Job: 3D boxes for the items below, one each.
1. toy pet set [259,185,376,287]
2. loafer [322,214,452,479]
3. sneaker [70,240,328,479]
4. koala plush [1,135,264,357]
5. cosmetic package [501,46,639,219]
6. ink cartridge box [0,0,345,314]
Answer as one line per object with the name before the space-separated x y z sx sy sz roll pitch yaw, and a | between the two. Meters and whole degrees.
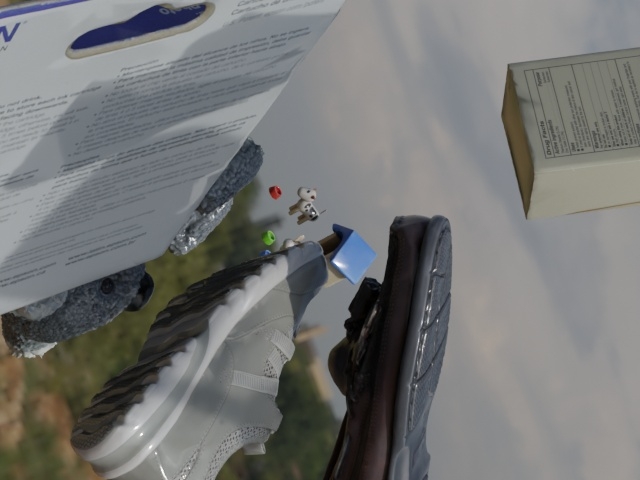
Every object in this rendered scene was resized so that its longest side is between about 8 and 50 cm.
toy pet set | 0.000 0.000 1.827 0.114 0.065 0.122 45 31 -30
loafer | 0.036 0.120 1.305 0.109 0.095 0.303 -49 147 -64
sneaker | -0.072 0.103 1.276 0.115 0.105 0.281 57 46 -15
koala plush | -0.191 -0.013 1.391 0.203 0.221 0.196 29 -17 -5
cosmetic package | 0.379 -0.134 2.029 0.113 0.309 0.160 87 -4 -60
ink cartridge box | -0.157 -0.059 0.933 0.071 0.324 0.330 54 -44 16
